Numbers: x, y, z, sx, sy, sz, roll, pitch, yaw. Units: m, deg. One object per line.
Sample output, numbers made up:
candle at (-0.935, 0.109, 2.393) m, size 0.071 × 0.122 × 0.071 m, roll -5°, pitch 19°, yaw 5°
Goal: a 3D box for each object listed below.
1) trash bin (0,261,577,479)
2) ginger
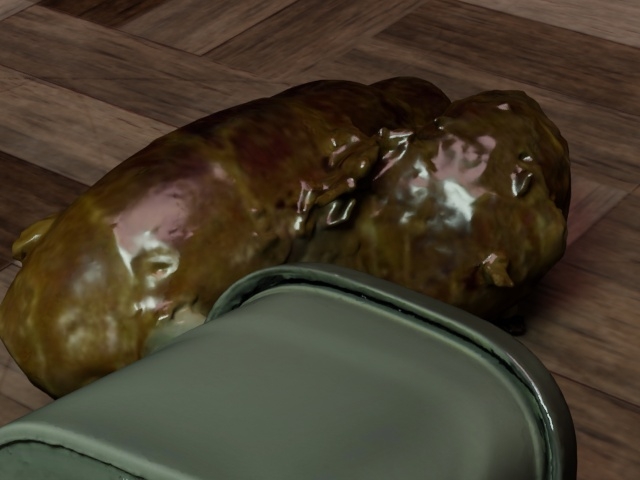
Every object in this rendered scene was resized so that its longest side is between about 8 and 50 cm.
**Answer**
trash bin at (-0.027, 0.142, 0.699) m, size 0.219 × 0.220 × 0.250 m, roll 17°, pitch 13°, yaw 23°
ginger at (0.000, 0.000, 1.031) m, size 0.418 × 0.176 × 0.254 m, roll -24°, pitch 32°, yaw -36°
